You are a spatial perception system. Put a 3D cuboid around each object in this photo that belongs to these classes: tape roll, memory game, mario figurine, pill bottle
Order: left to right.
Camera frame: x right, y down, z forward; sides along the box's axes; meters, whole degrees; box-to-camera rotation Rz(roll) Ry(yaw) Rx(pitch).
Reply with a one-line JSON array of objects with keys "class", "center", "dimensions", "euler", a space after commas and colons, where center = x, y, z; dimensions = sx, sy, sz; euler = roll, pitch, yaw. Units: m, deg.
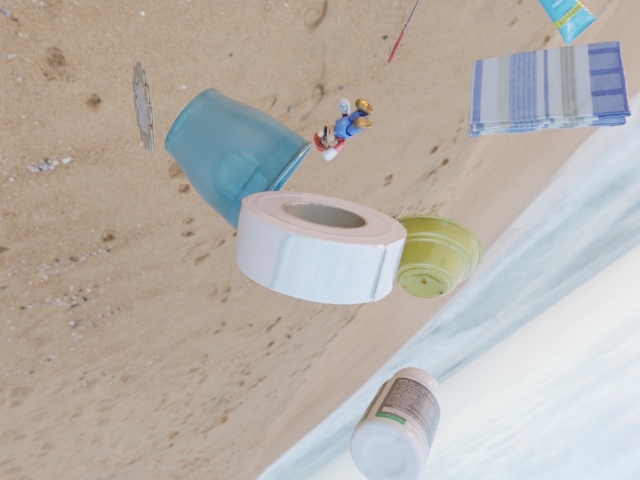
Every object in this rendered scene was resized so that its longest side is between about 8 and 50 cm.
[{"class": "memory game", "center": [-0.375, -0.281, 0.946], "dimensions": [0.012, 0.186, 0.186], "euler": [-10, 148, -29]}, {"class": "tape roll", "center": [0.000, 0.000, 0.762], "dimensions": [0.286, 0.286, 0.100], "euler": [-8, 116, -47]}, {"class": "mario figurine", "center": [0.067, -0.462, 1.851], "dimensions": [0.320, 0.170, 0.198], "euler": [-25, -160, 53]}, {"class": "pill bottle", "center": [0.240, 0.529, 1.313], "dimensions": [0.204, 0.204, 0.361], "euler": [-47, 170, 26]}]

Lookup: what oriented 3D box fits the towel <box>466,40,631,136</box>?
[{"class": "towel", "center": [0.447, -0.303, 0.898], "dimensions": [0.285, 0.209, 0.034], "euler": [0, 153, 23]}]

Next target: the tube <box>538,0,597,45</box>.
[{"class": "tube", "center": [0.566, -0.576, 1.067], "dimensions": [0.080, 0.207, 0.052], "euler": [-41, -164, 28]}]

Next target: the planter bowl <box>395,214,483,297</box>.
[{"class": "planter bowl", "center": [0.212, 0.053, 0.897], "dimensions": [0.217, 0.217, 0.090], "euler": [112, -4, -52]}]

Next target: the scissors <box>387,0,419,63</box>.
[{"class": "scissors", "center": [0.352, -0.878, 1.872], "dimensions": [0.109, 0.021, 0.297], "euler": [-66, -175, -27]}]

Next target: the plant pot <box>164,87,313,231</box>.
[{"class": "plant pot", "center": [-0.199, -0.194, 1.018], "dimensions": [0.271, 0.255, 0.271], "euler": [-51, -174, 7]}]
